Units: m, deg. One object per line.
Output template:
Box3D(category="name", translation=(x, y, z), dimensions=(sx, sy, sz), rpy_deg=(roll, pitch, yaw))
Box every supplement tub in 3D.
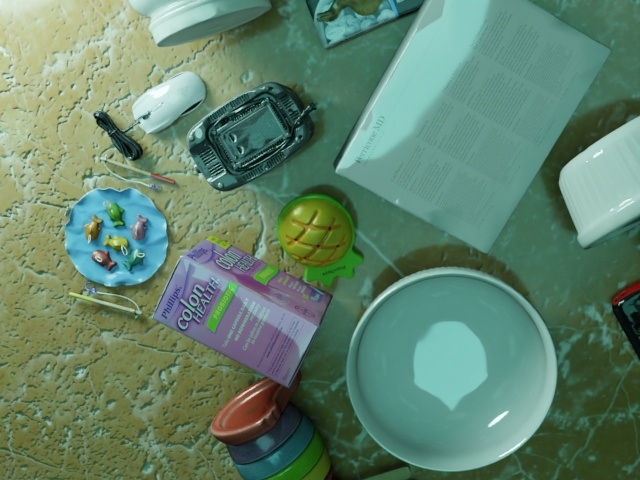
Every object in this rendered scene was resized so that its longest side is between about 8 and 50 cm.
Box3D(category="supplement tub", translation=(-0.217, -0.481, 1.451), dimensions=(0.228, 0.228, 0.316), rpy_deg=(-19, 97, 9))

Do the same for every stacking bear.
Box3D(category="stacking bear", translation=(-0.045, 0.391, 1.612), dimensions=(0.164, 0.175, 0.289), rpy_deg=(-26, 105, 29))

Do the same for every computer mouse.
Box3D(category="computer mouse", translation=(-0.284, -0.222, 1.593), dimensions=(0.193, 0.042, 0.106), rpy_deg=(-33, 93, 10))

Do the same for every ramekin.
Box3D(category="ramekin", translation=(0.489, -0.105, 1.425), dimensions=(0.273, 0.273, 0.127), rpy_deg=(-31, 79, 10))

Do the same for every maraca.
Box3D(category="maraca", translation=(0.000, 0.000, 1.574), dimensions=(0.127, 0.099, 0.185), rpy_deg=(-19, 122, 11))

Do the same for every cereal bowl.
Box3D(category="cereal bowl", translation=(0.213, 0.201, 1.557), dimensions=(0.339, 0.141, 0.338), rpy_deg=(1, 99, 5))

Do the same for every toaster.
Box3D(category="toaster", translation=(-0.100, -0.177, 1.527), dimensions=(0.227, 0.146, 0.129), rpy_deg=(-31, 95, 10))

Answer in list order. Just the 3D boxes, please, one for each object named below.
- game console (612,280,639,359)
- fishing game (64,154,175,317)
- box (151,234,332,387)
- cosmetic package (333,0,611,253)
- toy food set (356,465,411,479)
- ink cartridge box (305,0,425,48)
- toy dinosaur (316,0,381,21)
Box3D(category="game console", translation=(0.721, 0.183, 1.552), dimensions=(0.342, 0.060, 0.386), rpy_deg=(-29, 94, 15))
Box3D(category="fishing game", translation=(-0.360, -0.006, 1.637), dimensions=(0.189, 0.041, 0.264), rpy_deg=(20, 100, 0))
Box3D(category="box", translation=(-0.120, 0.109, 1.541), dimensions=(0.243, 0.213, 0.117), rpy_deg=(26, 101, 2))
Box3D(category="cosmetic package", translation=(0.233, -0.211, 1.495), dimensions=(0.285, 0.097, 0.377), rpy_deg=(28, 101, -10))
Box3D(category="toy food set", translation=(0.139, 0.489, 1.668), dimensions=(0.133, 0.038, 0.192), rpy_deg=(-19, 102, 16))
Box3D(category="ink cartridge box", translation=(0.063, -0.447, 1.521), dimensions=(0.206, 0.045, 0.208), rpy_deg=(-22, 95, 9))
Box3D(category="toy dinosaur", translation=(0.074, -0.405, 1.485), dimensions=(0.183, 0.053, 0.092), rpy_deg=(-16, 113, 16))
